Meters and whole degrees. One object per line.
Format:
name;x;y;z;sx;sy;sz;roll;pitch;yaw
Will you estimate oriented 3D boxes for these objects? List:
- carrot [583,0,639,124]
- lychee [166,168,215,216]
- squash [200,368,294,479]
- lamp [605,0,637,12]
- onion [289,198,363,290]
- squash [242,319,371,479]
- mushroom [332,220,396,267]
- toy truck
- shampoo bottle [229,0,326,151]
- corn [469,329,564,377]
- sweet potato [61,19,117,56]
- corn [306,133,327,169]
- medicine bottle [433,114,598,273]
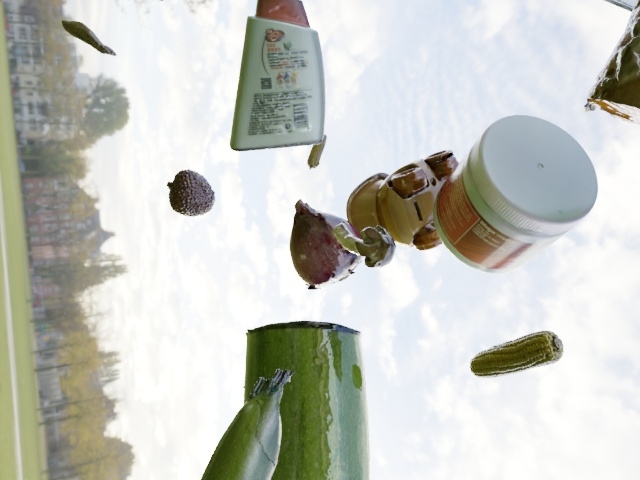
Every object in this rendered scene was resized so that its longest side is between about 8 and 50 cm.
carrot;0.309;-0.207;0.439;0.102;0.101;0.263;43;-67;53
lychee;-0.335;-0.119;1.492;0.123;0.129;0.124;-19;-117;41
squash;-0.109;0.304;0.681;0.087;0.087;0.332;-41;-158;58
lamp;0.461;-0.277;0.658;0.269;0.266;0.047;-118;-134;-67
onion;0.000;0.000;1.214;0.195;0.159;0.159;60;-30;2
squash;-0.028;0.370;1.137;0.263;0.262;0.385;146;-53;-60
mushroom;0.058;-0.005;0.906;0.061;0.060;0.187;61;-13;-23
toy truck;0.226;-0.087;1.413;0.211;0.288;0.205;-7;-72;49
shampoo bottle;-0.069;-0.281;0.858;0.071;0.153;0.285;-121;-152;-67
corn;0.438;0.261;1.306;0.231;0.080;0.080;-29;-112;43
sweet potato;-0.532;-0.466;1.310;0.153;0.041;0.038;33;-74;7
corn;-0.007;-0.183;1.193;0.027;0.028;0.083;-14;-126;68
medicine bottle;0.386;-0.087;1.182;0.241;0.252;0.253;115;-38;-61
